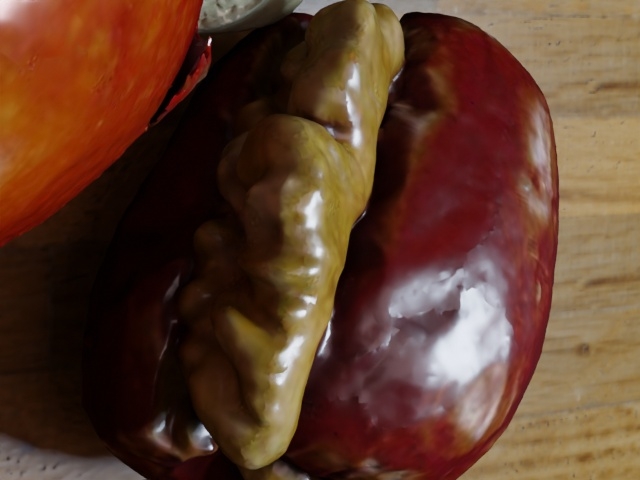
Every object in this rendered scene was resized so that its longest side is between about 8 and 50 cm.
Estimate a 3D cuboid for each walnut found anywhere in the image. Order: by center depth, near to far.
[{"bbox_3d":[0.000,0.000,0.961,0.244,0.221,0.269,54,46,-60],"label":"walnut"}]

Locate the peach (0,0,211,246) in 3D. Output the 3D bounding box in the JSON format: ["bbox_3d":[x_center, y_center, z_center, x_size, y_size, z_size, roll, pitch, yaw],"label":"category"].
[{"bbox_3d":[-0.212,-0.125,0.711,0.370,0.370,0.370,-7,101,-37],"label":"peach"}]

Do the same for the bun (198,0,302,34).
[{"bbox_3d":[-0.038,-0.194,0.917,0.178,0.127,0.193,66,29,-57],"label":"bun"}]
